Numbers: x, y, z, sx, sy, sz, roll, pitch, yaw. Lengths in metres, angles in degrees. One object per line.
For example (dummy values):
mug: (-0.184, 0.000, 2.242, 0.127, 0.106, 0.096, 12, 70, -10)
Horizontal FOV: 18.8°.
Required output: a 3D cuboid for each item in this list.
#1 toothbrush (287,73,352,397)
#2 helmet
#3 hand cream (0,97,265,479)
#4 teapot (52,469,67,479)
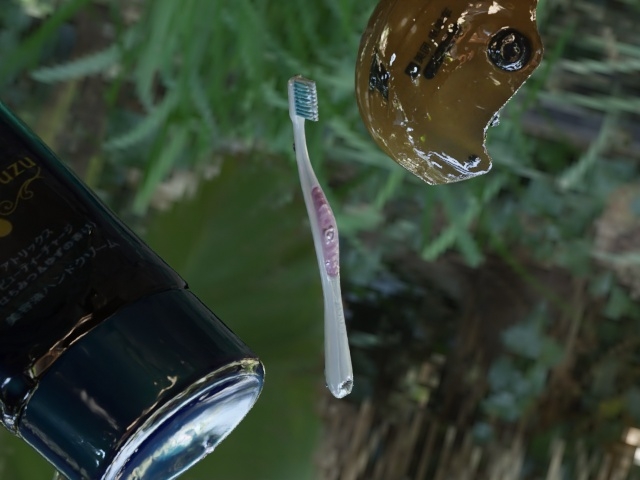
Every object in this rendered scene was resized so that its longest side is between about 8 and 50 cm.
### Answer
toothbrush: (0.000, 0.000, 1.127, 0.022, 0.204, 0.017, 17, -147, 42)
helmet: (0.101, -0.161, 1.609, 0.130, 0.224, 0.198, 18, -170, -12)
hand cream: (-0.143, -0.003, 0.779, 0.270, 0.120, 0.061, 39, 150, 27)
teapot: (-0.122, 0.157, 0.971, 0.092, 0.124, 0.091, 44, 177, -17)
